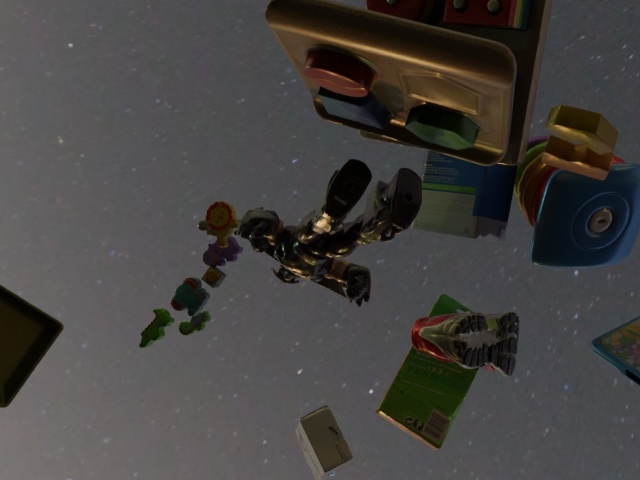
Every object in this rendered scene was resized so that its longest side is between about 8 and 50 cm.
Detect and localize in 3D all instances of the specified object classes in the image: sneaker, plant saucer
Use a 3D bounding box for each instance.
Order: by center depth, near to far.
[{"bbox_3d":[0.241,0.157,1.298,0.118,0.279,0.108,3,-101,37],"label":"sneaker"},{"bbox_3d":[-0.604,0.180,1.462,0.188,0.045,0.188,36,-95,-16],"label":"plant saucer"}]

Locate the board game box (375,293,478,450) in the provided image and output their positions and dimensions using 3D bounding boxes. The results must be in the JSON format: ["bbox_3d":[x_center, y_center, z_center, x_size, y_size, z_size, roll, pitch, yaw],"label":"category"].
[{"bbox_3d":[0.208,0.225,1.398,0.124,0.259,0.039,32,-26,3],"label":"board game box"}]

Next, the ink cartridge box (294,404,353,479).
[{"bbox_3d":[0.003,0.388,1.506,0.109,0.063,0.150,62,-16,19],"label":"ink cartridge box"}]

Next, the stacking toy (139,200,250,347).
[{"bbox_3d":[-0.163,0.048,1.112,0.052,0.167,0.221,36,-85,12],"label":"stacking toy"}]

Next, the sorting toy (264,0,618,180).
[{"bbox_3d":[0.112,-0.117,0.712,0.307,0.229,0.041,18,-99,14],"label":"sorting toy"}]

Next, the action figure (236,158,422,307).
[{"bbox_3d":[0.000,0.000,0.938,0.185,0.099,0.285,22,-29,-15],"label":"action figure"}]

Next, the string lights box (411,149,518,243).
[{"bbox_3d":[0.230,-0.134,1.215,0.133,0.076,0.260,12,-88,50],"label":"string lights box"}]

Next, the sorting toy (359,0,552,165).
[{"bbox_3d":[0.157,-0.246,1.059,0.255,0.089,0.257,16,-73,35],"label":"sorting toy"}]

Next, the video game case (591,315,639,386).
[{"bbox_3d":[0.327,0.104,0.656,0.166,0.119,0.015,42,-31,56],"label":"video game case"}]

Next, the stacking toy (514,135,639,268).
[{"bbox_3d":[0.354,-0.097,1.232,0.175,0.302,0.166,-2,-61,-15],"label":"stacking toy"}]
